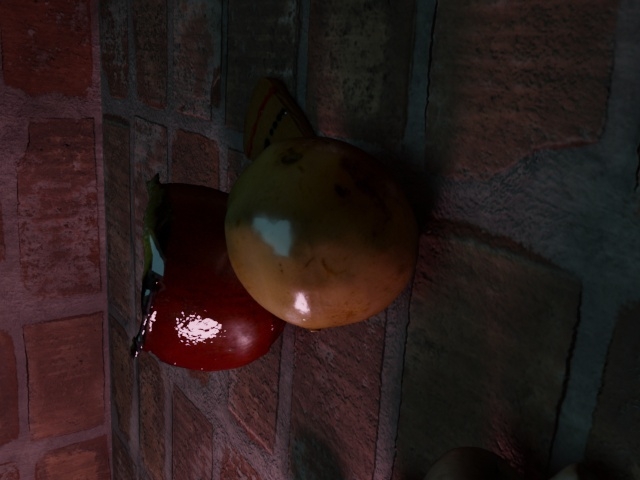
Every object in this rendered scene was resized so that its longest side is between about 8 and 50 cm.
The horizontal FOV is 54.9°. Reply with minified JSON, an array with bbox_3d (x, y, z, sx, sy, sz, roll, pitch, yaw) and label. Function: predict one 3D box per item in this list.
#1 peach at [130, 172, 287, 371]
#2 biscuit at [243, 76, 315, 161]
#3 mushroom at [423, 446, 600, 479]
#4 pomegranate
[{"bbox_3d":[-0.226,0.062,1.190,0.352,0.416,0.339,-22,59,16],"label":"peach"},{"bbox_3d":[-0.105,-0.169,1.279,0.277,0.052,0.262,62,140,28],"label":"biscuit"},{"bbox_3d":[0.245,0.357,0.748,0.243,0.243,0.244,14,107,53],"label":"mushroom"},{"bbox_3d":[0.000,0.000,0.961,0.319,0.319,0.320,14,107,53],"label":"pomegranate"}]
